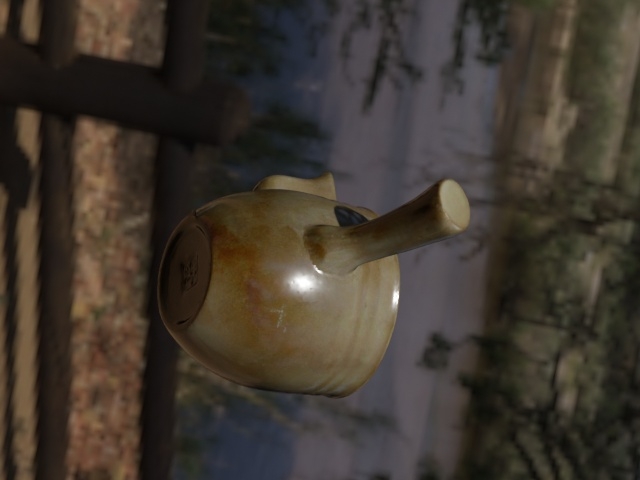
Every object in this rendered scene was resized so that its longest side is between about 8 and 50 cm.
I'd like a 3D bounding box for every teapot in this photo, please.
[{"bbox_3d":[0.000,0.000,0.569,0.110,0.080,0.085,-39,-131,47],"label":"teapot"}]
